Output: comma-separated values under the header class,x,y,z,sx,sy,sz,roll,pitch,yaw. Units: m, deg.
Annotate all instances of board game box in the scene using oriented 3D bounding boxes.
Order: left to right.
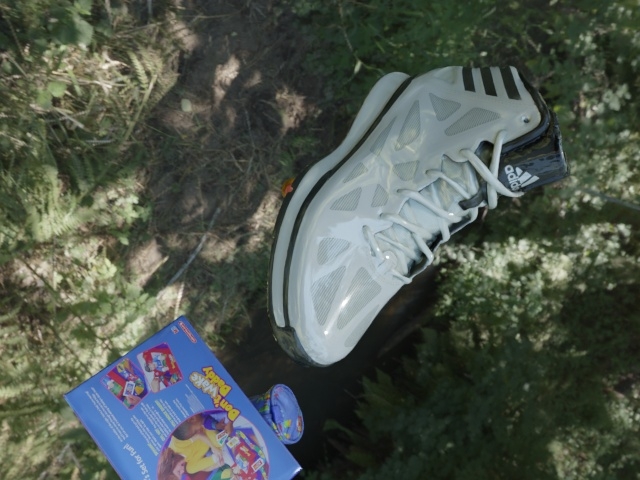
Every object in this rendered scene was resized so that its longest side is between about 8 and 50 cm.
class,x,y,z,sx,sy,sz,roll,pitch,yaw
board game box,-0.234,0.337,0.890,0.233,0.347,0.078,-35,170,-30

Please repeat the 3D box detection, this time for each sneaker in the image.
class,x,y,z,sx,sy,sz,roll,pitch,yaw
sneaker,0.123,-0.054,0.585,0.169,0.258,0.447,47,58,-36

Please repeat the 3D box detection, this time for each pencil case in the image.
class,x,y,z,sx,sy,sz,roll,pitch,yaw
pencil case,-0.190,0.396,1.051,0.306,0.119,0.133,-24,163,12

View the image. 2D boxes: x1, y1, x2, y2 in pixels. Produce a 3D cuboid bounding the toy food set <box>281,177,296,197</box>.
class,x,y,z,sx,sy,sz,roll,pitch,yaw
toy food set,0.000,0.000,0.909,0.111,0.104,0.232,-10,99,2
